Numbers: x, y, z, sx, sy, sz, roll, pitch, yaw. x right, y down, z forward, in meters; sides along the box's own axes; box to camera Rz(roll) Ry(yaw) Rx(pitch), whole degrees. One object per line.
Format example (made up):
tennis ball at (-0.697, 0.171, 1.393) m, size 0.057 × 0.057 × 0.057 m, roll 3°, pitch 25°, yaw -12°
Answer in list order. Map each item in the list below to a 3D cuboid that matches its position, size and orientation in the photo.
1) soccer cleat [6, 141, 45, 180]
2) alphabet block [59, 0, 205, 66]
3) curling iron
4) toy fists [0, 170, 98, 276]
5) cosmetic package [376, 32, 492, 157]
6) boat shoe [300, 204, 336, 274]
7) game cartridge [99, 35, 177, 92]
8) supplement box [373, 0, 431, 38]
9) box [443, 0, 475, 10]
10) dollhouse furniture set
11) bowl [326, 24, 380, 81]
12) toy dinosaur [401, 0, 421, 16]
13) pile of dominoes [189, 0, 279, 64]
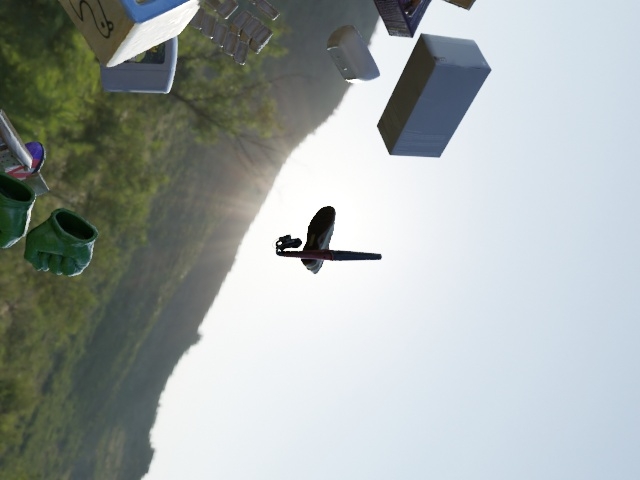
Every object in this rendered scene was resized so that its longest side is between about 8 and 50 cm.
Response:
soccer cleat at (-0.875, -0.163, 1.973) m, size 0.318 × 0.116 × 0.108 m, roll -37°, pitch -125°, yaw 4°
alphabet block at (-0.336, -0.459, 1.332) m, size 0.193 × 0.192 × 0.197 m, roll -36°, pitch -173°, yaw -32°
curling iron at (0.019, 0.029, 1.790) m, size 0.068 × 0.274 × 0.035 m, roll 117°, pitch -23°, yaw -50°
toy fists at (-0.622, -0.021, 1.592) m, size 0.142 × 0.279 × 0.096 m, roll -50°, pitch -165°, yaw 35°
cosmetic package at (0.215, -0.276, 1.450) m, size 0.238 × 0.127 × 0.107 m, roll 116°, pitch -33°, yaw -42°
boat shoe at (0.000, 0.000, 1.891) m, size 0.072 × 0.068 × 0.190 m, roll 58°, pitch 46°, yaw -47°
game cartridge at (-0.457, -0.515, 1.851) m, size 0.060 × 0.196 × 0.294 m, roll -85°, pitch 175°, yaw -68°
supplement box at (0.176, -0.598, 1.718) m, size 0.130 × 0.073 × 0.239 m, roll -63°, pitch 146°, yaw -17°
box at (0.396, -0.751, 2.066) m, size 0.201 × 0.164 × 0.021 m, roll -58°, pitch 152°, yaw 0°
dollhouse furniture set at (-0.806, -0.159, 1.571) m, size 0.173 × 0.303 × 0.355 m, roll -111°, pitch 180°, yaw -52°
bowl at (0.070, -0.431, 1.756) m, size 0.053 × 0.142 × 0.142 m, roll -37°, pitch -161°, yaw -8°
toy dinosaur at (0.180, -0.576, 1.456) m, size 0.200 × 0.296 × 0.127 m, roll -42°, pitch -143°, yaw 37°
pile of dominoes at (-0.234, -0.539, 1.752) m, size 0.196 × 0.251 × 0.040 m, roll -57°, pitch -171°, yaw -29°
